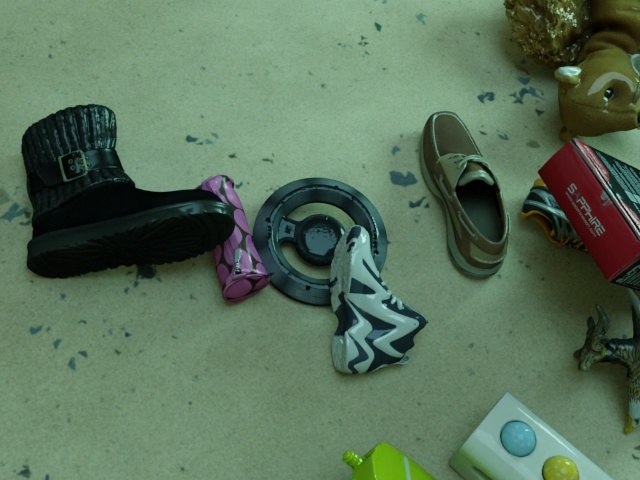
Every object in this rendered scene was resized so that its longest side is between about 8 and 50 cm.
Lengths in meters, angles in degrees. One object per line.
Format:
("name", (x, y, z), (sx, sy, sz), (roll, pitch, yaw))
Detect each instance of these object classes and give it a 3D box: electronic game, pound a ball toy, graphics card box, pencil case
("electronic game", (0.000, 0.000, 1.786), (0.229, 0.048, 0.229), (3, 68, -8))
("pound a ball toy", (0.339, 0.404, 1.583), (0.319, 0.136, 0.208), (40, 61, 12))
("graphics card box", (0.534, -0.020, 1.759), (0.371, 0.094, 0.233), (12, 42, -46))
("pencil case", (-0.149, -0.008, 1.729), (0.095, 0.098, 0.209), (-27, 65, 7))

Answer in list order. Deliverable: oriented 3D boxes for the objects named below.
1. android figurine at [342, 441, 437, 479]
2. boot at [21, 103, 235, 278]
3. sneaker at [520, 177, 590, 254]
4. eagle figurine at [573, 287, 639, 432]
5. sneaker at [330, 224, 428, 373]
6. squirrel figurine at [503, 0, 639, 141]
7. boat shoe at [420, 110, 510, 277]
("android figurine", (0.135, 0.393, 1.506), (0.273, 0.056, 0.248), (39, 20, -22))
("boot", (-0.313, -0.097, 1.688), (0.348, 0.131, 0.260), (-9, 62, 5))
("sneaker", (0.448, -0.018, 1.881), (0.215, 0.084, 0.083), (38, 75, 14))
("eagle figurine", (0.559, 0.222, 1.707), (0.298, 0.225, 0.226), (18, 45, 11))
("sneaker", (0.102, 0.096, 1.710), (0.153, 0.094, 0.235), (3, 79, -21))
("squirrel figurine", (0.532, -0.365, 2.015), (0.397, 0.281, 0.370), (32, 71, 28))
("boat shoe", (0.263, -0.099, 1.857), (0.123, 0.116, 0.324), (-9, 63, -16))
